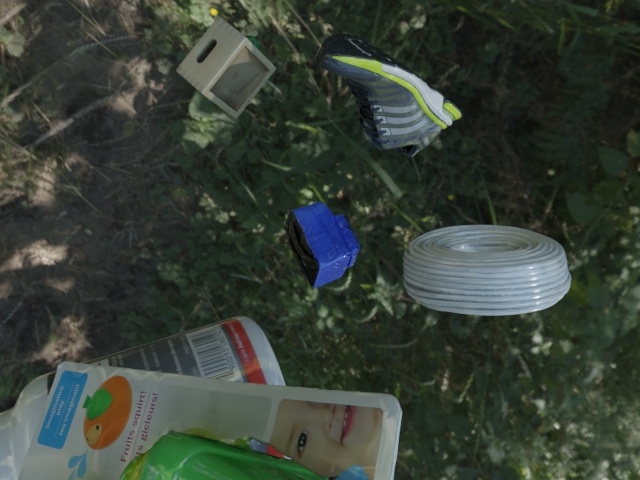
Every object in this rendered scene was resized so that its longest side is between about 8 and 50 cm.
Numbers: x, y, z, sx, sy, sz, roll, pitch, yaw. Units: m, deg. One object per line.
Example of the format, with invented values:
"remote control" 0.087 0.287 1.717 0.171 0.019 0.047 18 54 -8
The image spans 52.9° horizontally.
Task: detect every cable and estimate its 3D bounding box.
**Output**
"cable" 0.260 0.042 1.014 0.257 0.257 0.089 -14 106 -39

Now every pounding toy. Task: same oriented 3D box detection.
"pounding toy" -0.148 -0.297 1.059 0.141 0.100 0.130 -50 156 5

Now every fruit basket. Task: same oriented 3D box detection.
"fruit basket" -0.127 0.240 0.396 0.165 0.352 0.327 38 59 -51

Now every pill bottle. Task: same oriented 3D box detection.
"pill bottle" -0.225 0.235 0.753 0.362 0.210 0.210 -15 131 -18

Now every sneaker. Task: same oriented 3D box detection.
"sneaker" 0.096 -0.200 0.946 0.299 0.111 0.121 19 112 -46

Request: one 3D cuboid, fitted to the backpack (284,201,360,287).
"backpack" 0.000 0.000 1.048 0.101 0.120 0.098 -21 157 -24
